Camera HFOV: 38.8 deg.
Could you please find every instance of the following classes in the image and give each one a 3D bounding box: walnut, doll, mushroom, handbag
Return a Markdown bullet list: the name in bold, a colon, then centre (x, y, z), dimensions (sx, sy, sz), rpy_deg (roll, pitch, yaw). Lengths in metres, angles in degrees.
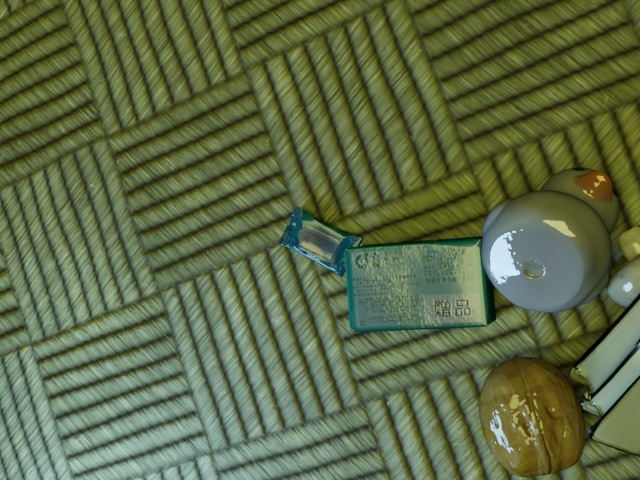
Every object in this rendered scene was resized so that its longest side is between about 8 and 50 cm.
- **walnut**: centre (0.343, 0.287, 1.487), dimensions (0.165, 0.165, 0.197), rpy_deg (-24, 83, 19)
- **doll**: centre (0.379, -0.012, 1.456), dimensions (0.221, 0.221, 0.251), rpy_deg (40, 133, 15)
- **mushroom**: centre (0.510, 0.037, 1.418), dimensions (0.154, 0.154, 0.122), rpy_deg (-36, 84, 18)
- **handbag**: centre (0.570, 0.169, 1.326), dimensions (0.237, 0.160, 0.358), rpy_deg (21, 122, -17)

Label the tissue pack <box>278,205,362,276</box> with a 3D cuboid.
- **tissue pack**: centre (0.000, 0.000, 1.674), dimensions (0.138, 0.028, 0.085), rpy_deg (28, 104, 12)

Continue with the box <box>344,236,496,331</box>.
- **box**: centre (0.174, 0.075, 1.577), dimensions (0.245, 0.092, 0.153), rpy_deg (-3, 91, 21)
